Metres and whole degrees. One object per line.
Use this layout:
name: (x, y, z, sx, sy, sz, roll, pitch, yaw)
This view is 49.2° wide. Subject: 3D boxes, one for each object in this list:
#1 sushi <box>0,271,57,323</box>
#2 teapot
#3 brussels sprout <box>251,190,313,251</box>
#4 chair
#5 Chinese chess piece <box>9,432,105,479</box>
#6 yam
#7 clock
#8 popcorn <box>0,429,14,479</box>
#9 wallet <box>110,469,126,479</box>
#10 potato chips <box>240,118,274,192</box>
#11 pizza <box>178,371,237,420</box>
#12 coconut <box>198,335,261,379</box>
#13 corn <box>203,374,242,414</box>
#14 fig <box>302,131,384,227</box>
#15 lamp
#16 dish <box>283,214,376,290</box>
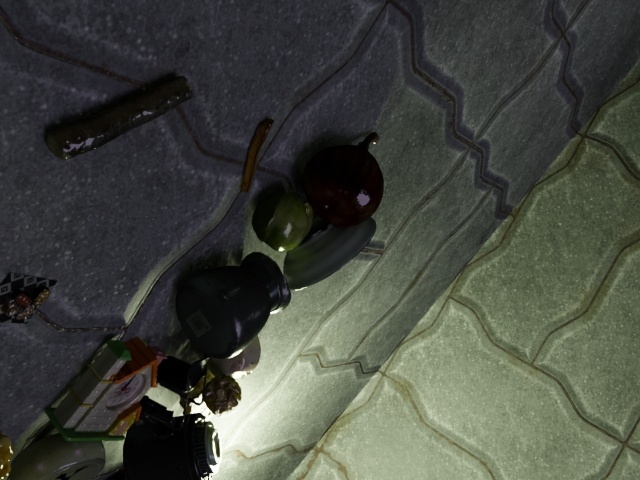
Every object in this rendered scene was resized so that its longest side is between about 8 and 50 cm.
sushi: (-0.588, 0.124, 1.370, 0.120, 0.026, 0.126, -52, 154, 8)
teapot: (-0.211, 0.178, 1.827, 0.285, 0.223, 0.305, -32, 148, -44)
brussels sprout: (-0.099, -0.046, 1.788, 0.145, 0.131, 0.183, -64, 158, -19)
chair: (-0.379, 0.362, 1.867, 0.140, 0.145, 0.221, -49, 162, -65)
Chinese chess piece: (-0.653, 0.564, 1.748, 0.237, 0.092, 0.238, -27, 155, -13)
yam: (-0.350, -0.220, 1.239, 0.274, 0.061, 0.061, -34, 151, -29)
clock: (-0.508, 0.367, 1.736, 0.255, 0.106, 0.220, -50, 154, 3)
popcorn: (-0.750, 0.499, 1.454, 0.191, 0.190, 0.254, 0, 131, -48)
wallet: (-0.575, 0.772, 2.246, 0.262, 0.071, 0.221, -33, 146, -38)
potato chips: (-0.152, -0.191, 1.618, 0.037, 0.026, 0.204, -36, 154, -53)
pizza: (-0.329, 0.451, 2.156, 0.258, 0.087, 0.268, -38, 153, -30)
coconut: (-0.261, 0.316, 1.978, 0.171, 0.171, 0.183, -56, 159, 14)
corn: (-0.267, 0.435, 1.931, 0.106, 0.106, 0.305, -40, 170, -16)
fig: (0.079, -0.192, 1.850, 0.217, 0.217, 0.321, 98, 12, -49)
lamp: (-0.419, 0.614, 1.991, 0.272, 0.205, 0.374, 7, 122, -6)
dish: (0.000, 0.000, 1.933, 0.316, 0.106, 0.316, -33, -164, 11)
